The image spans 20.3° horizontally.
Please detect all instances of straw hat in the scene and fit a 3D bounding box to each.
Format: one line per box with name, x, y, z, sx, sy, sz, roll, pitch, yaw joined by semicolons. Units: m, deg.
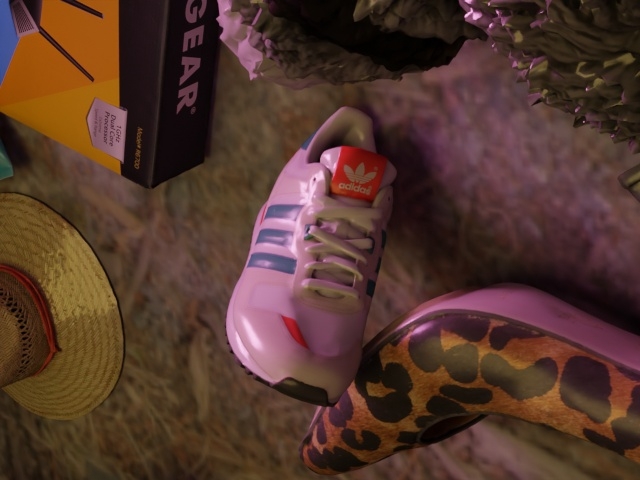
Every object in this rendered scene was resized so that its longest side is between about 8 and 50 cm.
straw hat;-0.180;0.050;1.000;0.144;0.061;0.145;19;121;34

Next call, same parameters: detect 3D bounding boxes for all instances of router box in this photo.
router box;-0.110;-0.132;0.863;0.133;0.046;0.179;26;125;28

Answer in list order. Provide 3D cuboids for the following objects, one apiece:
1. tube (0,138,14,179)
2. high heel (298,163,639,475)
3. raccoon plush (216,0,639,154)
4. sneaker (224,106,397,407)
tube;-0.235;-0.120;0.980;0.080;0.052;0.207;-12;108;54
high heel;0.110;0.097;0.751;0.261;0.093;0.186;-36;79;35
raccoon plush;0.180;-0.053;0.613;0.299;0.216;0.446;54;160;-10
sneaker;0.000;0.000;0.771;0.057;0.161;0.075;20;122;-9
